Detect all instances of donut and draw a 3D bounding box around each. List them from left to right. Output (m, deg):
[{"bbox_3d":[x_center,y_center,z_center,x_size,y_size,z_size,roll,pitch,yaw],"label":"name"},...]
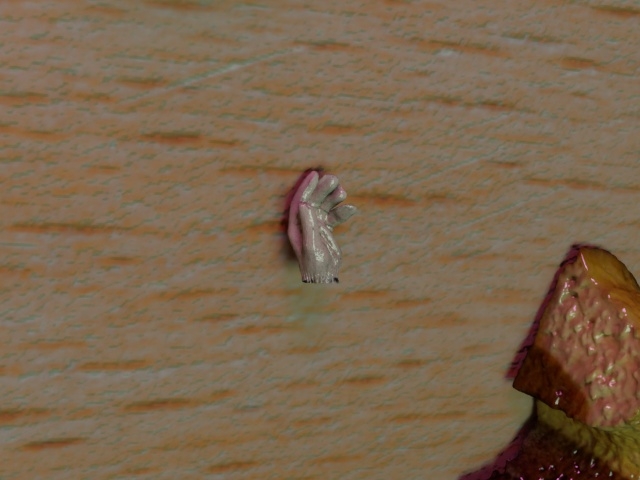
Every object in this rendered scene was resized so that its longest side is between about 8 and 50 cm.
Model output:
[{"bbox_3d":[0.196,0.164,1.392,0.151,0.112,0.295,10,114,-39],"label":"donut"}]

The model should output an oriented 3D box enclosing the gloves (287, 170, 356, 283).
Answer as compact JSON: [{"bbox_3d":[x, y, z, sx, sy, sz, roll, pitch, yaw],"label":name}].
[{"bbox_3d":[-0.002,-0.001,1.176,0.044,0.037,0.081,-23,125,-73],"label":"gloves"}]
